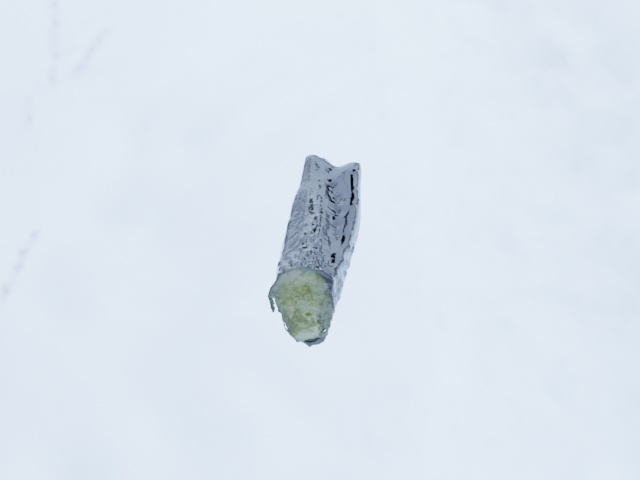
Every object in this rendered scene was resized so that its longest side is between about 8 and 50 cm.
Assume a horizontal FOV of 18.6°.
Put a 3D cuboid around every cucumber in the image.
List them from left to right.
[{"bbox_3d":[0.000,0.002,0.903,0.033,0.034,0.135,2,28,8],"label":"cucumber"}]
